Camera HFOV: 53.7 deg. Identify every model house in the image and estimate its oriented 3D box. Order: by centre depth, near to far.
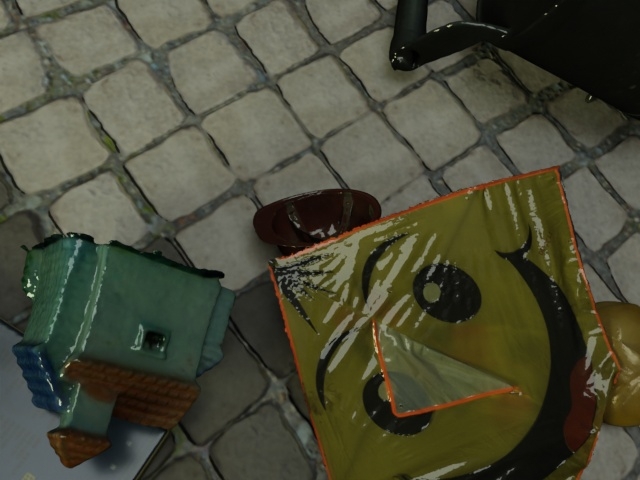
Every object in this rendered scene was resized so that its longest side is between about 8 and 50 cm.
[{"bbox_3d":[-0.151,0.086,0.452,0.148,0.119,0.149,27,63,-34],"label":"model house"}]

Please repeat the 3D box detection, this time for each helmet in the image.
[{"bbox_3d":[0.000,0.000,0.557,0.111,0.057,0.089,-9,36,-1],"label":"helmet"}]

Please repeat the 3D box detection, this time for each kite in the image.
[{"bbox_3d":[0.103,0.089,0.518,0.327,0.013,0.378,26,82,-10],"label":"kite"}]

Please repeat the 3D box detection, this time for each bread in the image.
[{"bbox_3d":[0.279,0.109,0.576,0.082,0.056,0.115,-3,70,-13],"label":"bread"}]

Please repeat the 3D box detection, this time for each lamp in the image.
[{"bbox_3d":[0.296,-0.238,0.624,0.272,0.374,0.205,32,55,-34],"label":"lamp"}]

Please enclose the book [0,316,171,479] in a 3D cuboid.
[{"bbox_3d":[-0.275,0.148,0.458,0.269,0.025,0.191,33,67,1],"label":"book"}]
